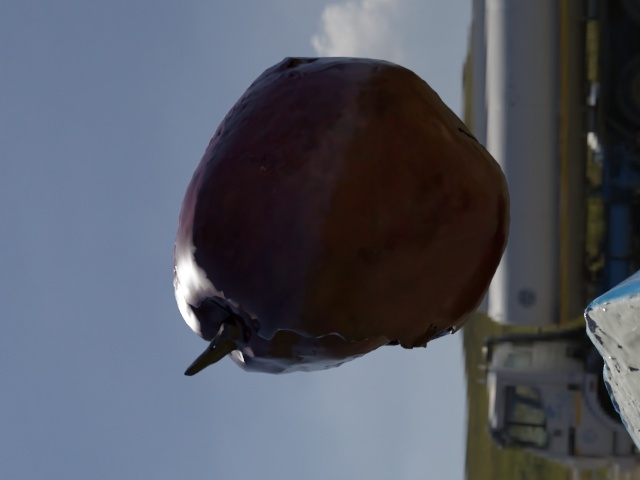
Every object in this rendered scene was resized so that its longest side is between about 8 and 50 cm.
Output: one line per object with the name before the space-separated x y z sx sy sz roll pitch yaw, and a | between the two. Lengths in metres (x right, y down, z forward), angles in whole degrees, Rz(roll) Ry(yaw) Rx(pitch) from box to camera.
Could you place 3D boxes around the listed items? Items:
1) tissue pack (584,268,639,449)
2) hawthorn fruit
tissue pack | 0.313 0.061 0.670 0.209 0.269 0.137 59 153 2
hawthorn fruit | 0.000 0.000 0.507 0.172 0.148 0.148 -44 -38 -31
